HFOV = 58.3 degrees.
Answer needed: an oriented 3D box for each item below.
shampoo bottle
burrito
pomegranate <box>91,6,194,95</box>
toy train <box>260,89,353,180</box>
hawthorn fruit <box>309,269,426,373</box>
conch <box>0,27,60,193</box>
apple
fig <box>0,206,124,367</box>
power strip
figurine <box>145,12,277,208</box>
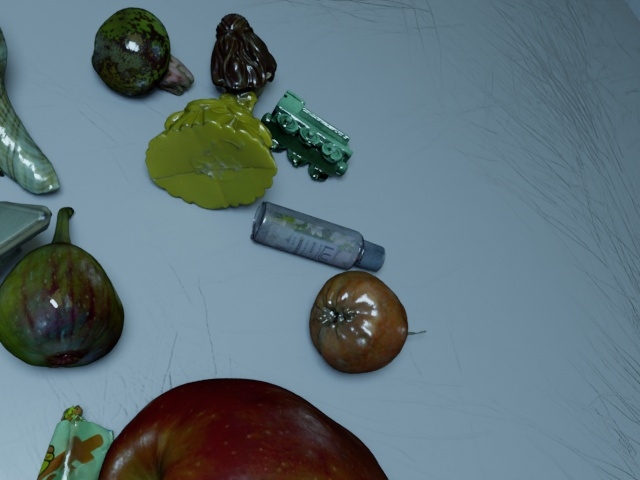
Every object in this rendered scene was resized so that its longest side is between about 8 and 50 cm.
[{"bbox_3d":[0.000,0.000,0.909,0.213,0.072,0.072,18,57,-16],"label":"shampoo bottle"},{"bbox_3d":[-0.268,0.327,0.609,0.104,0.054,0.288,18,56,-19],"label":"burrito"},{"bbox_3d":[-0.287,-0.283,0.911,0.125,0.163,0.138,-22,52,6],"label":"pomegranate"},{"bbox_3d":[-0.020,-0.180,1.001,0.170,0.071,0.111,33,47,-7],"label":"toy train"},{"bbox_3d":[0.061,0.132,0.842,0.189,0.149,0.149,54,41,-43],"label":"hawthorn fruit"},{"bbox_3d":[-0.492,-0.221,0.737,0.203,0.169,0.386,-35,79,-10],"label":"conch"},{"bbox_3d":[-0.074,0.289,0.583,0.316,0.288,0.288,33,52,-26],"label":"apple"},{"bbox_3d":[-0.315,0.035,0.705,0.149,0.149,0.245,2,51,-25],"label":"fig"},{"bbox_3d":[-0.417,0.037,0.646,0.213,0.198,0.065,-44,127,-35],"label":"power strip"},{"bbox_3d":[-0.141,-0.219,0.924,0.168,0.187,0.316,42,39,-33],"label":"figurine"}]
